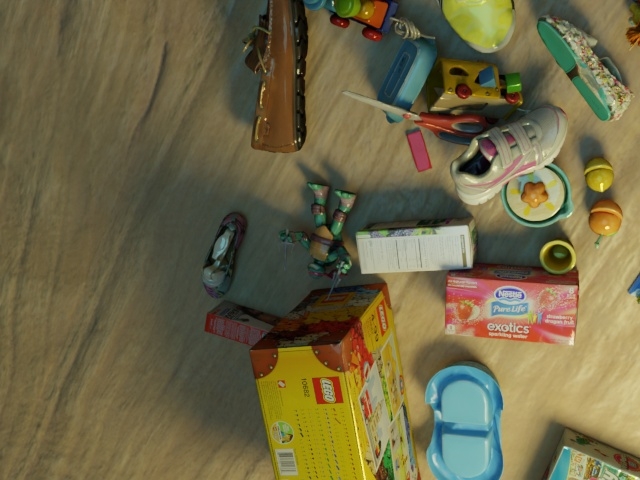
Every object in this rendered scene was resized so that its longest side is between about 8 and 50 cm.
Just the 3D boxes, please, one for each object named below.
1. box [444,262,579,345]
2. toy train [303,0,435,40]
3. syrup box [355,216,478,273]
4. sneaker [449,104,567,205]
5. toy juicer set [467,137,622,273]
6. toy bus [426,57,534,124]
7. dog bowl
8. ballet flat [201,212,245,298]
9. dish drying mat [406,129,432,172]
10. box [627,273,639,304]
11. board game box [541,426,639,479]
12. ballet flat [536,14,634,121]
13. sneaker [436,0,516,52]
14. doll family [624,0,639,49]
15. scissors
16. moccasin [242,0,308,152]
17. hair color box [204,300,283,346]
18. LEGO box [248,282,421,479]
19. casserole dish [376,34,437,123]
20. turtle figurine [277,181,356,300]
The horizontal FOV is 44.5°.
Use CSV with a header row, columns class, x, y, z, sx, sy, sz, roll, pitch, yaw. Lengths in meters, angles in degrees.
class,x,y,z,sx,sy,sz,roll,pitch,yaw
box,0.386,0.124,1.581,0.257,0.122,0.128,4,104,18
toy train,0.088,-0.441,1.496,0.248,0.143,0.105,31,113,31
syrup box,0.203,0.010,1.630,0.237,0.093,0.096,-4,102,20
sneaker,0.351,-0.167,1.471,0.252,0.111,0.103,-40,61,15
toy juicer set,0.448,-0.114,1.513,0.209,0.089,0.329,-35,88,27
toy bus,0.305,-0.295,1.509,0.191,0.202,0.104,-12,69,28
dog bowl,0.318,0.399,1.701,0.166,0.074,0.297,1,103,18
ballet flat,-0.232,0.041,1.793,0.077,0.079,0.221,25,110,10
dish drying mat,0.206,-0.185,1.626,0.032,0.008,0.083,-16,97,21
box,0.705,0.109,1.513,0.178,0.042,0.109,29,110,9
board game box,0.614,0.559,1.630,0.303,0.097,0.224,21,109,14
ballet flat,0.498,-0.332,1.462,0.077,0.091,0.241,-37,95,-7
sneaker,0.254,-0.531,1.448,0.145,0.147,0.384,-19,98,20
doll family,0.627,-0.357,1.355,0.263,0.163,0.118,27,110,11
scissors,0.182,-0.234,1.520,0.297,0.109,0.021,10,73,-1
moccasin,-0.102,-0.373,1.624,0.147,0.139,0.380,5,114,9
hair color box,-0.171,0.196,1.804,0.167,0.093,0.053,16,108,14
LEGO box,0.050,0.384,1.626,0.193,0.372,0.500,-7,102,20
casserole dish,0.165,-0.323,1.549,0.037,0.114,0.188,17,114,-26
turtle figurine,0.000,0.000,1.683,0.175,0.118,0.234,15,96,16
